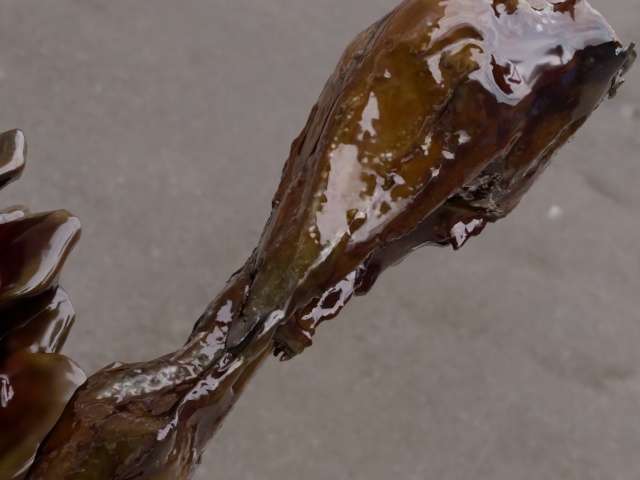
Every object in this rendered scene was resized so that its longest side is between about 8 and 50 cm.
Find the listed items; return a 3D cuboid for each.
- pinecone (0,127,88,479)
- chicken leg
[{"bbox_3d":[-0.302,0.087,0.801,0.398,0.397,0.397,25,17,-8],"label":"pinecone"},{"bbox_3d":[0.000,0.000,0.679,0.093,0.304,0.113,43,-25,1],"label":"chicken leg"}]
